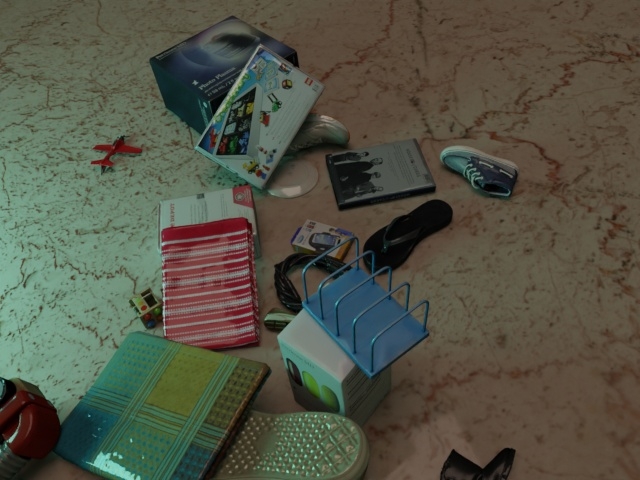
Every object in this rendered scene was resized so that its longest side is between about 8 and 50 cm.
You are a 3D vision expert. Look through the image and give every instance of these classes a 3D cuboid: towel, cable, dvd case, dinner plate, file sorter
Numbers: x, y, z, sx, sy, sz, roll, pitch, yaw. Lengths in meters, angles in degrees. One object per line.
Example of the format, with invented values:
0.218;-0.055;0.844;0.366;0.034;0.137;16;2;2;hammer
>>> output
-0.289;0.299;1.040;0.370;0.040;0.271;4;49;35;towel
-0.021;0.094;1.254;0.184;0.047;0.151;20;61;18;cable
0.144;-0.167;1.451;0.238;0.030;0.179;-10;50;-3;dvd case
-0.232;0.091;1.220;0.198;0.031;0.275;-7;73;0;towel
-0.076;-0.162;1.482;0.141;0.017;0.141;-3;49;3;dinner plate
0.066;0.092;0.885;0.118;0.104;0.170;-32;54;-22;file sorter

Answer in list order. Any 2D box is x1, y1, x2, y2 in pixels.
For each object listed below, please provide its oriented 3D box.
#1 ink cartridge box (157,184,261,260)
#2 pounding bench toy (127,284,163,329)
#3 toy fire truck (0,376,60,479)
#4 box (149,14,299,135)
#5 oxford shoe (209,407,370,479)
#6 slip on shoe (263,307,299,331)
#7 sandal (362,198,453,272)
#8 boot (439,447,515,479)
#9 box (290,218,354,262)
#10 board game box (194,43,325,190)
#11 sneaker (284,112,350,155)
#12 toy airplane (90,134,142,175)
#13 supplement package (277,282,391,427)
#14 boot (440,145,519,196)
-0.253;-0.026;1.342;0.217;0.092;0.159;-9;51;-3;ink cartridge box
-0.350;0.137;1.246;0.083;0.052;0.065;-34;55;-20;pounding bench toy
-0.542;0.379;0.988;0.246;0.158;0.217;39;75;26;toy fire truck
-0.257;-0.442;1.626;0.296;0.183;0.294;-38;55;-22;box
-0.120;0.360;0.999;0.449;0.130;0.169;-2;49;24;oxford shoe
-0.047;0.166;1.193;0.135;0.051;0.041;5;40;18;slip on shoe
0.189;-0.024;1.312;0.254;0.054;0.097;-38;56;-22;sandal
0.261;0.382;0.983;0.099;0.045;0.121;21;57;26;boot
0.000;0.000;1.333;0.136;0.028;0.081;18;55;18;box
-0.147;-0.302;1.449;0.193;0.053;0.305;32;85;-5;board game box
-0.056;-0.265;1.529;0.262;0.099;0.121;11;76;9;sneaker
-0.566;-0.237;1.590;0.151;0.028;0.151;-4;50;5;toy airplane
0.031;0.214;1.015;0.139;0.244;0.134;30;60;27;supplement package
0.371;-0.164;1.396;0.190;0.069;0.086;16;52;16;boot
